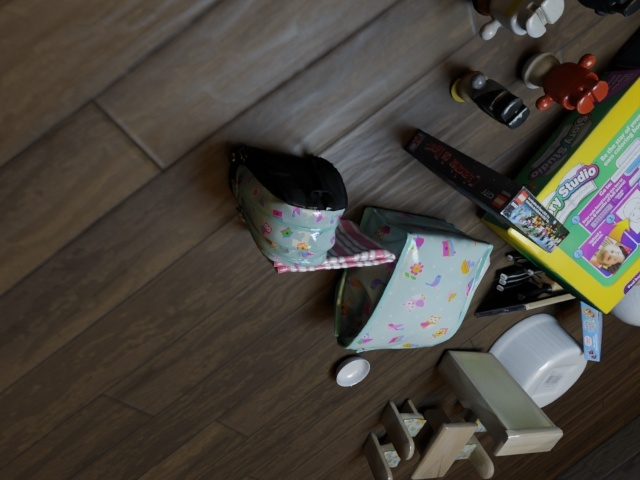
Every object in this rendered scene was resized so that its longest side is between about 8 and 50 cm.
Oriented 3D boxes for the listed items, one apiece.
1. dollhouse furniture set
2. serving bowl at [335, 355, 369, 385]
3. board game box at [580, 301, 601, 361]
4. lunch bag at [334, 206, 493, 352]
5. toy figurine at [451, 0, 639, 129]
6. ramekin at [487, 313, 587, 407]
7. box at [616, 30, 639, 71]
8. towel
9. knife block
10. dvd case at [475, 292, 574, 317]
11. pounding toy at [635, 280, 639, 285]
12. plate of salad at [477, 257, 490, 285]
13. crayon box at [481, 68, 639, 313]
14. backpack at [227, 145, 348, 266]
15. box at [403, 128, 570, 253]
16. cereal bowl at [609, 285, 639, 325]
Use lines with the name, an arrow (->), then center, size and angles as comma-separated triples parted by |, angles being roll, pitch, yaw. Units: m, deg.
dollhouse furniture set -> 0.377, 0.526, 1.068 | 0.363, 0.256, 0.393 | 9, 116, -23
serving bowl -> 0.070, 0.294, 0.934 | 0.084, 0.027, 0.083 | -13, 125, -19
board game box -> 0.725, 0.186, 1.090 | 0.160, 0.039, 0.211 | -40, 120, -46
lunch bag -> 0.157, 0.089, 0.760 | 0.224, 0.160, 0.262 | 6, 112, -30
toy figurine -> 0.313, -0.287, 0.595 | 0.210, 0.148, 0.212 | -17, 135, -8
ramekin -> 0.624, 0.360, 1.182 | 0.278, 0.135, 0.276 | -13, 126, -18
box -> 0.879, -0.231, 0.696 | 0.472, 0.480, 0.297 | 28, 104, -37
towel -> 0.000, 0.000, 0.631 | 0.197, 0.144, 0.029 | -3, 117, -24
knife block -> 0.569, 0.079, 1.001 | 0.242, 0.088, 0.276 | -47, 129, 9
dvd case -> 0.522, 0.156, 1.006 | 0.222, 0.018, 0.164 | -8, 166, -23
pounding toy -> 0.728, -0.030, 0.967 | 0.154, 0.155, 0.269 | 8, 84, -43
plate of salad -> 0.306, 0.099, 0.874 | 0.200, 0.048, 0.199 | -47, 155, -30
crayon box -> 0.563, -0.085, 0.808 | 0.313, 0.106, 0.362 | 35, 99, -16
backpack -> -0.039, -0.049, 0.554 | 0.152, 0.182, 0.115 | -4, 122, -25
box -> 0.252, -0.083, 0.642 | 0.159, 0.233, 0.044 | 26, 108, -37
cereal bowl -> 1.029, 0.138, 1.193 | 0.339, 0.141, 0.338 | -18, 140, -16
